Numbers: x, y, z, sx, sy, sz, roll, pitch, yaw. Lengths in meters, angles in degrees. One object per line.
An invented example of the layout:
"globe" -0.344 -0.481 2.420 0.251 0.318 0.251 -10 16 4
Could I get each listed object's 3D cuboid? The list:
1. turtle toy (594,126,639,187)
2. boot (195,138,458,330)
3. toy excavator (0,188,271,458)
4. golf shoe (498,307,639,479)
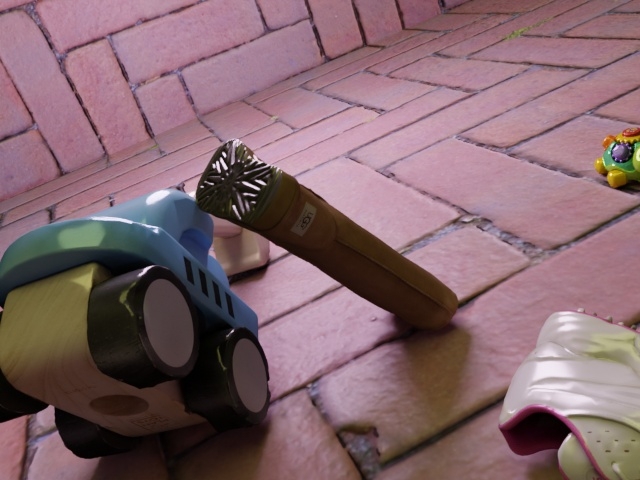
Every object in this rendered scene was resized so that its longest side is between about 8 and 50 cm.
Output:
"turtle toy" 0.438 -0.118 0.853 0.095 0.066 0.130 -16 26 10
"boot" 0.000 0.000 0.729 0.089 0.270 0.236 -56 33 3
"toy excavator" -0.183 0.036 0.787 0.223 0.433 0.444 -17 54 17
"golf shoe" 0.261 0.151 0.436 0.140 0.115 0.306 -42 25 -18
